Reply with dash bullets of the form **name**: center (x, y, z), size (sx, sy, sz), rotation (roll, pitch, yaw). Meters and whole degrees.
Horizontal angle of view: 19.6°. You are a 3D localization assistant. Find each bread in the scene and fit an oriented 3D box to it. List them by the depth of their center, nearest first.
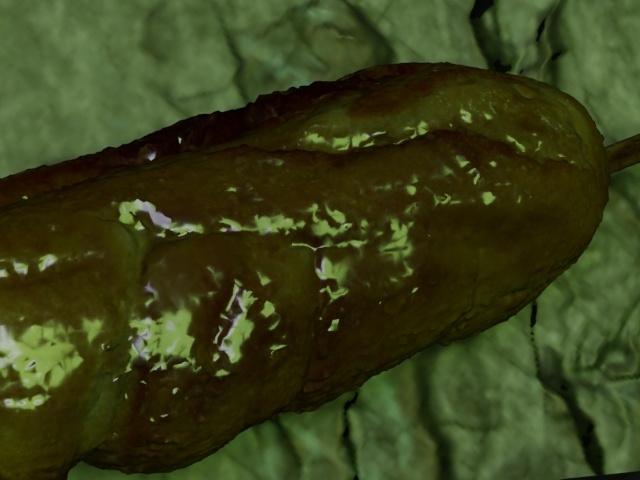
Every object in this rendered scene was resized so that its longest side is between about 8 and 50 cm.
- **bread**: center (0.000, 0.000, 0.697), size (0.344, 0.084, 0.124), rotation (-19, 88, -23)

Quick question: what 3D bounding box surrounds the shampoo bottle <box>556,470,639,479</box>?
- **shampoo bottle**: center (0.106, 0.111, 0.673), size (0.080, 0.165, 0.040), rotation (-30, 93, -23)
